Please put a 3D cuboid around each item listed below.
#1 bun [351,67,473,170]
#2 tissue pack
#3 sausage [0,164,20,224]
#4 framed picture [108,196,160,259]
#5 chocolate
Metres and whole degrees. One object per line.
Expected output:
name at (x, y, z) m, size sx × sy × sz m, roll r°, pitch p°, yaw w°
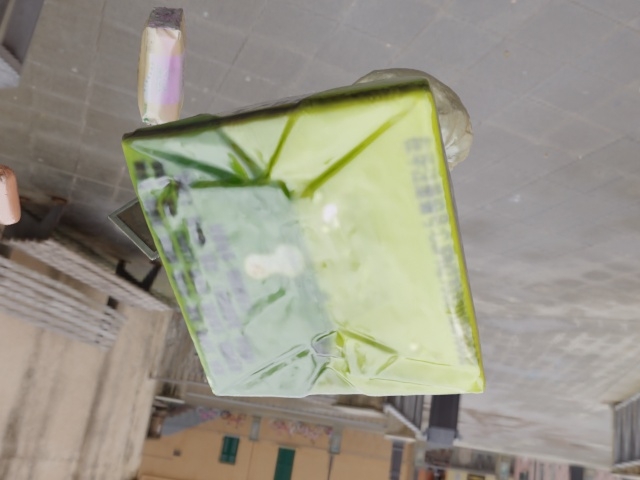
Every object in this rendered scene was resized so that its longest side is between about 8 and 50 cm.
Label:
bun at (0.195, -0.245, 1.674) m, size 0.360 × 0.211 × 0.360 m, roll -3°, pitch 143°, yaw -2°
tissue pack at (-0.405, -0.447, 1.746) m, size 0.123 × 0.215 × 0.257 m, roll 2°, pitch 123°, yaw -11°
sausage at (-0.376, -0.054, 0.812) m, size 0.034 × 0.034 × 0.083 m, roll 12°, pitch 134°, yaw -6°
framed picture at (-0.318, -0.085, 1.582) m, size 0.232 × 0.296 × 0.019 m, roll 36°, pitch 154°, yaw 41°
chocolate at (0.000, 0.000, 0.668) m, size 0.289 × 0.137 × 0.301 m, roll -6°, pitch 115°, yaw 21°
